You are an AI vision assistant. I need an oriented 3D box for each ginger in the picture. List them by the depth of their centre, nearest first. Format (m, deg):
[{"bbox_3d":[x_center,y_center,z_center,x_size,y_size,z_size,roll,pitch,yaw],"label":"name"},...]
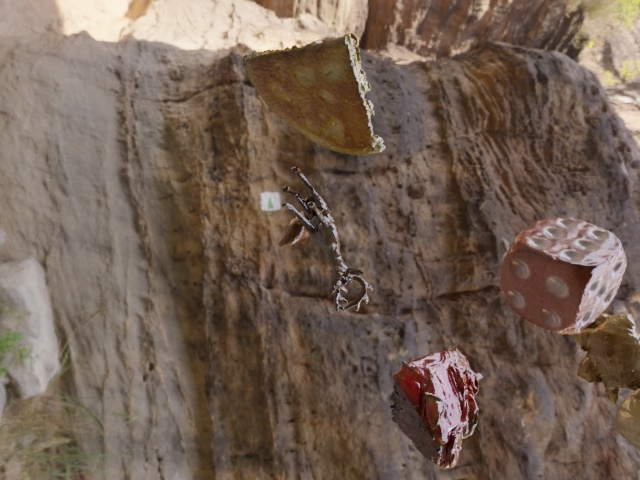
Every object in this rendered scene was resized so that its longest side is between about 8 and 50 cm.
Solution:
[{"bbox_3d":[0.693,0.276,1.085,0.102,0.157,0.216,31,61,-59],"label":"ginger"}]

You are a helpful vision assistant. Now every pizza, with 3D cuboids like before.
[{"bbox_3d":[-0.014,-0.292,0.969,0.087,0.269,0.257,-59,141,-43],"label":"pizza"}]

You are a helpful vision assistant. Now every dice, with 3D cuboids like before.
[{"bbox_3d":[0.481,0.064,0.918,0.174,0.175,0.179,33,-36,47],"label":"dice"}]

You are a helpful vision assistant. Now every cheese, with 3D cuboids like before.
[{"bbox_3d":[0.786,0.407,1.034,0.218,0.117,0.235,-45,-175,37],"label":"cheese"}]

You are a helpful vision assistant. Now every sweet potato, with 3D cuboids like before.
[{"bbox_3d":[-0.040,-0.034,1.047,0.058,0.055,0.202,58,27,-11],"label":"sweet potato"}]

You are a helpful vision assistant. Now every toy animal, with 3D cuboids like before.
[{"bbox_3d":[0.017,-0.007,0.927,0.260,0.087,0.243,52,24,-39],"label":"toy animal"}]

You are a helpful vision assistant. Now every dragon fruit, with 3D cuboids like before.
[{"bbox_3d":[0.397,0.467,1.374,0.228,0.329,0.286,40,-31,45],"label":"dragon fruit"}]
